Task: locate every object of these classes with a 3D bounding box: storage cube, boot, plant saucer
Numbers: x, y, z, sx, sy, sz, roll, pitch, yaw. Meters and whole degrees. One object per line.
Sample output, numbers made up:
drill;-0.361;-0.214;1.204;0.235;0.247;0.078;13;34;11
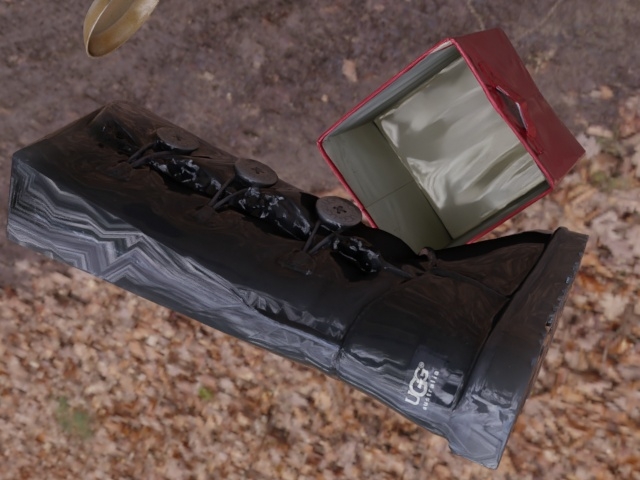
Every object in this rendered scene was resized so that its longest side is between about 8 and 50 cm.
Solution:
storage cube;0.147;-0.102;0.941;0.215;0.193;0.184;-36;88;31
boot;-0.001;0.000;0.789;0.445;0.146;0.367;21;-163;18
plant saucer;-0.141;-0.165;0.606;0.015;0.083;0.083;41;152;0
